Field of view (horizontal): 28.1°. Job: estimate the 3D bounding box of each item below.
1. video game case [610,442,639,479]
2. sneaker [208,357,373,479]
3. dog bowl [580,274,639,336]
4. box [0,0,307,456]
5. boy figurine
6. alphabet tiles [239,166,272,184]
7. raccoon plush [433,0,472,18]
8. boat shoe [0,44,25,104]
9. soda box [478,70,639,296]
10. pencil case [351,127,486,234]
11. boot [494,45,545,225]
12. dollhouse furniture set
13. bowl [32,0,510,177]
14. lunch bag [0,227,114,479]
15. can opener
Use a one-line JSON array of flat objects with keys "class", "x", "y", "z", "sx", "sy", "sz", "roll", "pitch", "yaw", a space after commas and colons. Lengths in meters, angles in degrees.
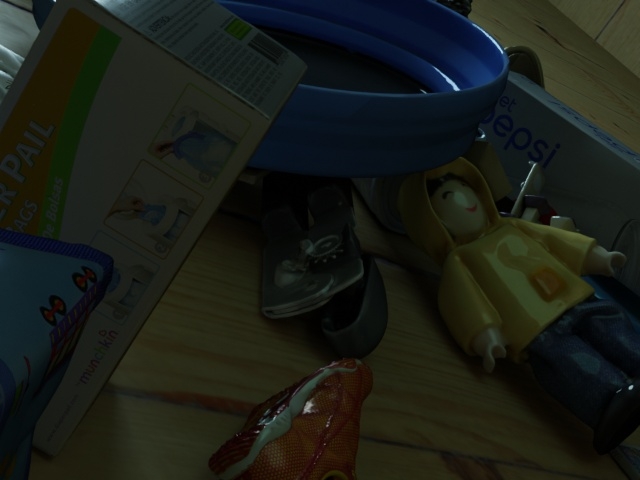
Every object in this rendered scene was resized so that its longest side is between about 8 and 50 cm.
[{"class": "video game case", "x": 0.288, "y": 0.210, "z": 1.013, "sx": 0.087, "sy": 0.011, "sz": 0.122, "roll": 18, "pitch": 25, "yaw": -38}, {"class": "sneaker", "x": -0.007, "y": 0.114, "z": 0.708, "sx": 0.067, "sy": 0.064, "sz": 0.175, "roll": 56, "pitch": 26, "yaw": -1}, {"class": "dog bowl", "x": 0.278, "y": 0.066, "z": 1.237, "sx": 0.166, "sy": 0.074, "sz": 0.297, "roll": 40, "pitch": 21, "yaw": 14}, {"class": "box", "x": -0.108, "y": -0.018, "z": 0.611, "sx": 0.103, "sy": 0.203, "sz": 0.114, "roll": 33, "pitch": 21, "yaw": -4}, {"class": "boy figurine", "x": 0.175, "y": 0.037, "z": 1.053, "sx": 0.177, "sy": 0.092, "sz": 0.285, "roll": -26, "pitch": 61, "yaw": -29}, {"class": "alphabet tiles", "x": -0.059, "y": -0.095, "z": 1.025, "sx": 0.198, "sy": 0.009, "sz": 0.237, "roll": 18, "pitch": 24, "yaw": 15}, {"class": "raccoon plush", "x": 0.025, "y": -0.286, "z": 1.477, "sx": 0.299, "sy": 0.216, "sz": 0.446, "roll": 18, "pitch": 25, "yaw": -22}, {"class": "boat shoe", "x": -0.257, "y": -0.101, "z": 0.717, "sx": 0.277, "sy": 0.098, "sz": 0.096, "roll": 26, "pitch": 21, "yaw": -27}, {"class": "soda box", "x": 0.251, "y": -0.052, "z": 1.210, "sx": 0.286, "sy": 0.098, "sz": 0.091, "roll": 41, "pitch": 20, "yaw": 29}, {"class": "pencil case", "x": 0.059, "y": -0.121, "z": 1.239, "sx": 0.114, "sy": 0.124, "sz": 0.273, "roll": 9, "pitch": 30, "yaw": -32}, {"class": "boot", "x": 0.230, "y": -0.096, "z": 1.385, "sx": 0.077, "sy": 0.213, "sz": 0.165, "roll": -1, "pitch": 0, "yaw": 29}, {"class": "dollhouse furniture set", "x": 0.181, "y": -0.063, "z": 1.129, "sx": 0.091, "sy": 0.081, "sz": 0.114, "roll": 8, "pitch": -36, "yaw": 37}, {"class": "bowl", "x": -0.043, "y": -0.157, "z": 1.052, "sx": 0.391, "sy": 0.077, "sz": 0.391, "roll": 11, "pitch": 24, "yaw": -5}, {"class": "lunch bag", "x": -0.249, "y": 0.036, "z": 0.403, "sx": 0.293, "sy": 0.138, "sz": 0.221, "roll": 25, "pitch": 22, "yaw": 0}, {"class": "can opener", "x": 0.000, "y": 0.000, "z": 0.979, "sx": 0.283, "sy": 0.076, "sz": 0.095, "roll": -93, "pitch": 158, "yaw": -66}]
